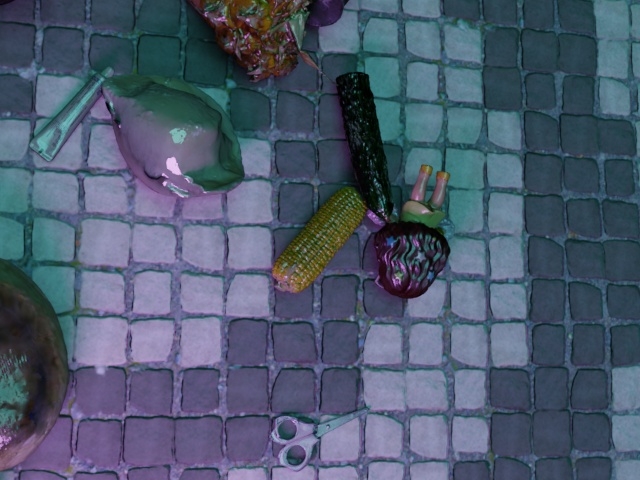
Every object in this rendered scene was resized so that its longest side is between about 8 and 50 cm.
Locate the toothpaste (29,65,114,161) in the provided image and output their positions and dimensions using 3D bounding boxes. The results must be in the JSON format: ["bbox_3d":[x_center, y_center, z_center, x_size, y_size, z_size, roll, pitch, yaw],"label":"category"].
[{"bbox_3d":[-0.419,-0.221,1.594,0.048,0.029,0.197,38,78,-5],"label":"toothpaste"}]

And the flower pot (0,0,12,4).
[{"bbox_3d":[-0.544,-0.508,1.476,0.266,0.267,0.267,2,83,-14],"label":"flower pot"}]

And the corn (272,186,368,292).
[{"bbox_3d":[0.000,0.000,1.651,0.080,0.080,0.238,44,71,-6],"label":"corn"}]

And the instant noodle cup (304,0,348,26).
[{"bbox_3d":[0.015,-0.528,1.666,0.217,0.217,0.207,44,67,-6],"label":"instant noodle cup"}]

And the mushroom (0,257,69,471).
[{"bbox_3d":[-0.495,0.180,1.418,0.247,0.130,0.344,-8,86,-54],"label":"mushroom"}]

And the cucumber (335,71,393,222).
[{"bbox_3d":[0.082,-0.166,1.679,0.067,0.067,0.294,-5,72,-16],"label":"cucumber"}]

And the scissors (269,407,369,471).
[{"bbox_3d":[0.004,0.332,1.639,0.189,0.015,0.100,-20,85,-18],"label":"scissors"}]

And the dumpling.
[{"bbox_3d":[-0.232,-0.191,1.585,0.227,0.175,0.243,-32,107,-46],"label":"dumpling"}]

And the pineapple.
[{"bbox_3d":[-0.104,-0.395,1.583,0.161,0.158,0.335,-43,127,-46],"label":"pineapple"}]

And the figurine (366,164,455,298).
[{"bbox_3d":[0.171,-0.013,1.679,0.174,0.116,0.240,17,78,-13],"label":"figurine"}]

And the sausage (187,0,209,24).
[{"bbox_3d":[-0.239,-0.513,1.659,0.078,0.078,0.304,-28,92,-17],"label":"sausage"}]
